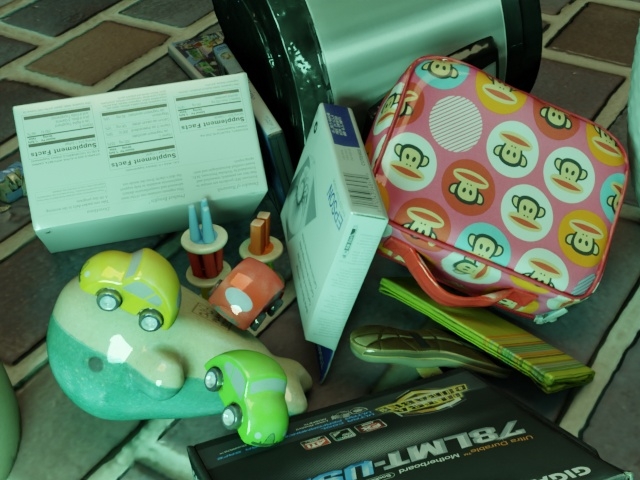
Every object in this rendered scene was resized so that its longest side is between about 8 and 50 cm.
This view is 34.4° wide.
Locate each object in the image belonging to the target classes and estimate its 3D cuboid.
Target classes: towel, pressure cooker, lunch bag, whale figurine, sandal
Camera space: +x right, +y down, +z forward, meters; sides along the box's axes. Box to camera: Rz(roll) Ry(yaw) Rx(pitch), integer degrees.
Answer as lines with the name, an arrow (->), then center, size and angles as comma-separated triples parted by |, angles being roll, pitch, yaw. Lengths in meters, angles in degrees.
towel -> 0.178, 0.097, 1.122 | 0.237, 0.021, 0.102 | 31, 17, 37
pressure cooker -> 0.097, -0.303, 1.370 | 0.420, 0.375, 0.370 | -21, 25, -15
lunch bag -> 0.182, -0.041, 1.144 | 0.293, 0.120, 0.258 | 24, 67, -8
whale figurine -> -0.146, 0.132, 1.046 | 0.272, 0.141, 0.216 | 23, 11, -3
sandal -> 0.112, 0.126, 1.081 | 0.180, 0.049, 0.072 | 7, 20, -18

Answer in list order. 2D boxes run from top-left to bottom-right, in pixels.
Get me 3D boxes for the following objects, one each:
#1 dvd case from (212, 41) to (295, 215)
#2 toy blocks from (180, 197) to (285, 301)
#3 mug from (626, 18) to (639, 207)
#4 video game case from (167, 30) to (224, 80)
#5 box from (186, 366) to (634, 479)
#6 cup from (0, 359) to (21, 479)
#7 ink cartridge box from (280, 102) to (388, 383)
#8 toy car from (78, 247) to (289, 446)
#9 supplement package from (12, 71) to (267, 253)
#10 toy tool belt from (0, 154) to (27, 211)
dvd case -> -0.075, -0.124, 1.324 | 0.022, 0.180, 0.253 | -22, 40, -8
toy blocks -> -0.098, 0.007, 1.175 | 0.123, 0.148, 0.054 | -24, 42, -26
mug -> 0.510, -0.170, 1.233 | 0.276, 0.328, 0.374 | 10, 38, 15
video game case -> -0.129, -0.295, 1.688 | 0.183, 0.023, 0.201 | -19, 41, -21
box -> 0.058, 0.209, 0.867 | 0.295, 0.073, 0.293 | -13, 10, -14
cup -> -0.459, 0.115, 0.954 | 0.331, 0.237, 0.331 | 3, 37, -3
ink cartridge box -> 0.000, 0.000, 1.116 | 0.045, 0.224, 0.223 | 8, 33, -16
toy car -> -0.085, 0.088, 0.957 | 0.239, 0.053, 0.225 | 6, 39, -43
supplement package -> -0.212, -0.086, 1.234 | 0.262, 0.145, 0.204 | -10, -6, -11
toy tool belt -> -0.422, -0.080, 1.390 | 0.052, 0.051, 0.083 | 22, 43, 29
